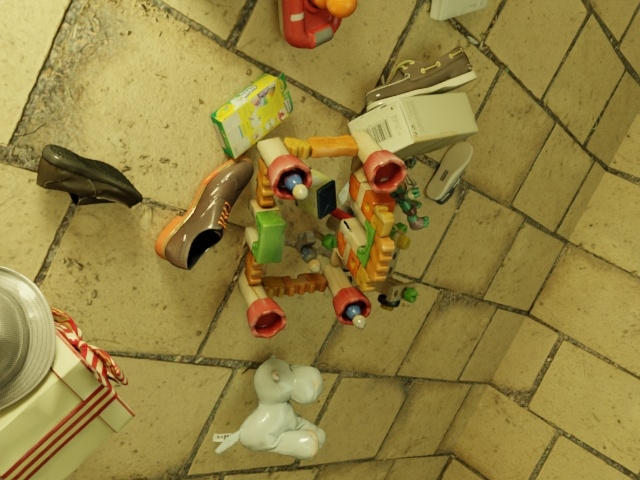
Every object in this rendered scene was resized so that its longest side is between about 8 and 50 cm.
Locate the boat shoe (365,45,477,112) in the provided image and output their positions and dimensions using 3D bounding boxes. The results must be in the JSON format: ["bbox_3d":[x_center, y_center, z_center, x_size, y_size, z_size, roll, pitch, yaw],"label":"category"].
[{"bbox_3d":[0.233,-0.387,1.993,0.324,0.117,0.096,-22,92,-25],"label":"boat shoe"}]

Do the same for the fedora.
[{"bbox_3d":[-0.557,0.151,1.257,0.276,0.243,0.124,-10,171,-6],"label":"fedora"}]

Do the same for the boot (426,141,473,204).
[{"bbox_3d":[0.374,-0.191,2.363,0.190,0.069,0.086,-53,154,6],"label":"boot"}]

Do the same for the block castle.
[{"bbox_3d":[0.000,0.000,1.787,0.303,0.213,0.453,-5,128,-23],"label":"block castle"}]

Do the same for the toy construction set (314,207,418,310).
[{"bbox_3d":[0.147,0.038,2.087,0.257,0.237,0.309,-55,146,-6],"label":"toy construction set"}]

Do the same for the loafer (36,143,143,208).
[{"bbox_3d":[-0.404,-0.098,1.437,0.078,0.080,0.220,-53,142,9],"label":"loafer"}]

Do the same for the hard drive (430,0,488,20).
[{"bbox_3d":[0.354,-0.693,1.963,0.203,0.040,0.307,-27,134,-38],"label":"hard drive"}]

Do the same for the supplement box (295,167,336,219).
[{"bbox_3d":[-0.012,-0.108,1.908,0.056,0.083,0.083,-34,139,-31],"label":"supplement box"}]

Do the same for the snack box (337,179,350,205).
[{"bbox_3d":[0.120,-0.137,2.021,0.100,0.037,0.141,3,144,-32],"label":"snack box"}]

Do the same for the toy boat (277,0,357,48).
[{"bbox_3d":[0.008,-0.473,1.592,0.151,0.151,0.231,-34,139,-33],"label":"toy boat"}]

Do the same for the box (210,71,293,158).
[{"bbox_3d":[-0.133,-0.259,1.676,0.179,0.043,0.105,-40,142,-21],"label":"box"}]

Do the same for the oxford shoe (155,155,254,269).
[{"bbox_3d":[-0.212,-0.052,1.684,0.271,0.098,0.097,-53,146,-9],"label":"oxford shoe"}]

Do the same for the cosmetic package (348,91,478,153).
[{"bbox_3d":[0.227,-0.271,1.982,0.309,0.160,0.113,-15,85,-49],"label":"cosmetic package"}]

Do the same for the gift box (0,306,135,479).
[{"bbox_3d":[-0.494,0.256,1.428,0.258,0.255,0.276,-43,149,-18],"label":"gift box"}]

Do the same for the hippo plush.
[{"bbox_3d":[-0.115,0.414,2.129,0.294,0.234,0.236,9,92,-11],"label":"hippo plush"}]

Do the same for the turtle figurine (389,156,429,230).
[{"bbox_3d":[0.214,-0.141,2.152,0.175,0.118,0.234,-84,156,-43],"label":"turtle figurine"}]
